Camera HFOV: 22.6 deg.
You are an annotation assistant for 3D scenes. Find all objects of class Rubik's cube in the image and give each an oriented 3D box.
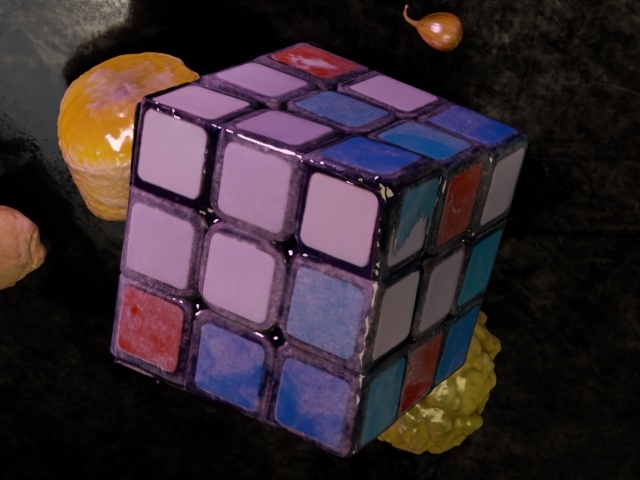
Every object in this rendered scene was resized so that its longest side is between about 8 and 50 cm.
[{"bbox_3d":[0.000,0.000,1.909,0.362,0.359,0.363,19,117,23],"label":"Rubik's cube"}]

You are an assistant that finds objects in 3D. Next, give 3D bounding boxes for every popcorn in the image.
[{"bbox_3d":[0.127,0.165,2.187,0.212,0.259,0.259,-41,125,-28],"label":"popcorn"}]

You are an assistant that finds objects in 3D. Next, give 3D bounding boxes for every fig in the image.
[{"bbox_3d":[0.141,-0.271,2.026,0.083,0.050,0.050,27,116,2],"label":"fig"}]

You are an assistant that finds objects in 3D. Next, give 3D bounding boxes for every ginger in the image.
[{"bbox_3d":[-0.436,-0.025,2.082,0.123,0.115,0.193,-24,115,-17],"label":"ginger"}]

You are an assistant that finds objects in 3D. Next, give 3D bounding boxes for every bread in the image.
[{"bbox_3d":[-0.228,-0.127,1.994,0.197,0.197,0.170,-11,133,0],"label":"bread"}]
